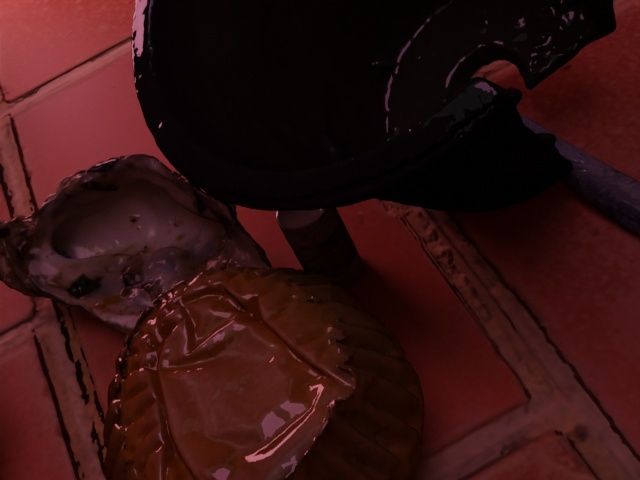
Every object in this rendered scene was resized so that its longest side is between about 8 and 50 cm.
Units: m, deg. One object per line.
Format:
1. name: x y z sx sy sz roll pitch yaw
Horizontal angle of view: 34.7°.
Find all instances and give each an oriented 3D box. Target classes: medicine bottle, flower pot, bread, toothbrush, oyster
1. medicine bottle: 0.000 0.000 0.817 0.047 0.083 0.047 -13 48 14
2. flower pot: 0.069 -0.166 0.767 0.379 0.251 0.380 -13 66 31
3. bread: -0.050 0.119 0.693 0.239 0.139 0.240 -13 55 19
4. toothbrush: 0.177 -0.079 0.840 0.035 0.042 0.413 -40 49 -12
5. oyster: -0.145 0.024 0.874 0.294 0.094 0.166 30 83 27
